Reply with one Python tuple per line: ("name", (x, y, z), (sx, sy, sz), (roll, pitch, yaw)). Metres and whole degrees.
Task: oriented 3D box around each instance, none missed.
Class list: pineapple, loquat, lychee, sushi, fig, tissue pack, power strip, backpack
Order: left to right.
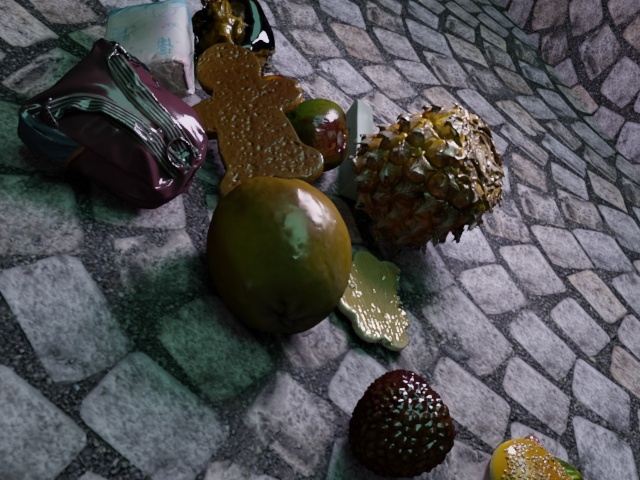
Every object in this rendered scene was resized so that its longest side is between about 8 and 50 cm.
("backpack", (-0.376, -0.213, 1.232), (0.317, 0.197, 0.283), (36, 59, -6))
("tissue pack", (-0.395, -0.435, 1.463), (0.201, 0.124, 0.271), (-11, 50, 1))
("sushi", (-0.235, -0.525, 1.644), (0.200, 0.213, 0.204), (-16, 66, -40))
("loquat", (-0.075, 0.022, 1.178), (0.275, 0.276, 0.284), (10, 48, -28))
("fig", (-0.024, -0.257, 1.567), (0.190, 0.181, 0.181), (5, 42, 2))
("power strip", (0.099, -0.258, 1.716), (0.062, 0.091, 0.385), (25, 40, -18))
("lychee", (0.134, 0.323, 1.093), (0.188, 0.188, 0.188), (20, 41, -18))
("pineapple", (0.258, -0.142, 1.488), (0.352, 0.300, 0.353), (19, 65, -48))

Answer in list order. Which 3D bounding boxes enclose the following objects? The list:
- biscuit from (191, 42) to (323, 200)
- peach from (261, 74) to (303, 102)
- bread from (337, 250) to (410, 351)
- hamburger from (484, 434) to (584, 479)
("biscuit", (-0.165, -0.277, 1.463), (0.282, 0.064, 0.432), (-22, 68, -12))
("peach", (-0.119, -0.360, 1.630), (0.138, 0.138, 0.138), (20, 41, -18))
("bread", (0.107, 0.123, 1.373), (0.181, 0.039, 0.251), (19, 42, -19))
("hamburger", (0.406, 0.469, 1.178), (0.172, 0.116, 0.210), (-13, 59, -40))
